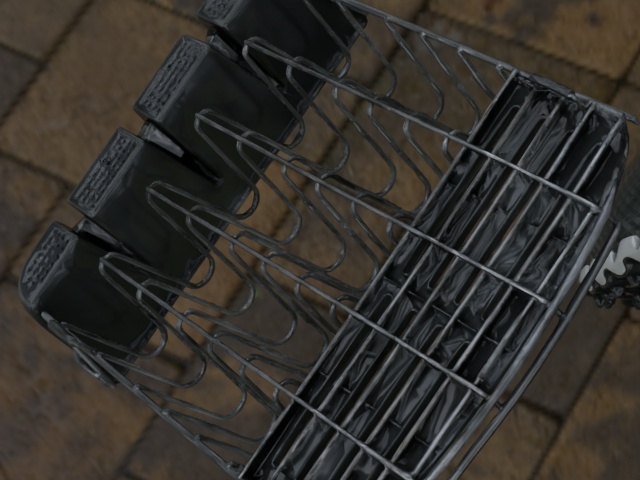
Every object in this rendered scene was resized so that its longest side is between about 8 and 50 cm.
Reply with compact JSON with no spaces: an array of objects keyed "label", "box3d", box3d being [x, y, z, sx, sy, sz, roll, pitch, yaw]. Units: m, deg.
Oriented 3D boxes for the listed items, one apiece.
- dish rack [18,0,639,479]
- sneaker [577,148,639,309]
[{"label":"dish rack","box3d":[0.000,0.000,0.655,0.271,0.074,0.208,31,86,47]},{"label":"sneaker","box3d":[0.167,-0.044,0.667,0.078,0.234,0.106,3,69,-13]}]
